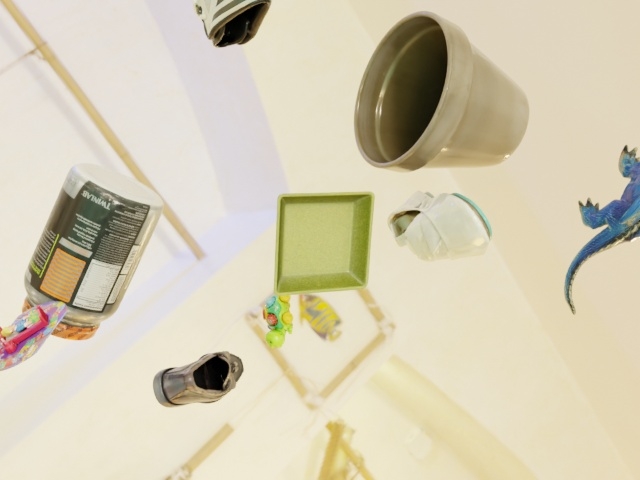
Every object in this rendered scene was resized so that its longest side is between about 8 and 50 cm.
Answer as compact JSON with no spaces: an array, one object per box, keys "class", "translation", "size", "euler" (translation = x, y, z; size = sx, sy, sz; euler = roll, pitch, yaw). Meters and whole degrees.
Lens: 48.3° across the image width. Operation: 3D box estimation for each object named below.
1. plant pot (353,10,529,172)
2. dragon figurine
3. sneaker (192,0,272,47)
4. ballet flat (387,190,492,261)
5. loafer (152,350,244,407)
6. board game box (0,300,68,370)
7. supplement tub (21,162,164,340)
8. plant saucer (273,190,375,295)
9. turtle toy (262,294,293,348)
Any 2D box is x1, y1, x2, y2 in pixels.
[{"class":"plant pot","translation":[0.271,-0.276,1.503],"size":[0.280,0.323,0.323],"euler":[13,-6,-29]},{"class":"dragon figurine","translation":[0.386,-0.035,0.838],"size":[0.085,0.289,0.144],"euler":[38,3,-13]},{"class":"sneaker","translation":[-0.269,-0.534,1.485],"size":[0.448,0.169,0.257],"euler":[11,-78,41]},{"class":"ballet flat","translation":[0.214,-0.019,1.387],"size":[0.139,0.139,0.400],"euler":[52,0,-10]},{"class":"loafer","translation":[-0.235,0.296,1.543],"size":[0.302,0.095,0.109],"euler":[1,70,-66]},{"class":"board game box","translation":[-0.519,0.153,1.235],"size":[0.133,0.168,0.033],"euler":[-10,-54,27]},{"class":"supplement tub","translation":[-0.455,0.024,1.406],"size":[0.194,0.316,0.193],"euler":[27,10,-5]},{"class":"plant saucer","translation":[0.000,0.000,1.307],"size":[0.045,0.188,0.188],"euler":[-145,-125,-63]},{"class":"turtle toy","translation":[-0.095,0.176,1.593],"size":[0.095,0.066,0.130],"euler":[96,-14,-67]}]
